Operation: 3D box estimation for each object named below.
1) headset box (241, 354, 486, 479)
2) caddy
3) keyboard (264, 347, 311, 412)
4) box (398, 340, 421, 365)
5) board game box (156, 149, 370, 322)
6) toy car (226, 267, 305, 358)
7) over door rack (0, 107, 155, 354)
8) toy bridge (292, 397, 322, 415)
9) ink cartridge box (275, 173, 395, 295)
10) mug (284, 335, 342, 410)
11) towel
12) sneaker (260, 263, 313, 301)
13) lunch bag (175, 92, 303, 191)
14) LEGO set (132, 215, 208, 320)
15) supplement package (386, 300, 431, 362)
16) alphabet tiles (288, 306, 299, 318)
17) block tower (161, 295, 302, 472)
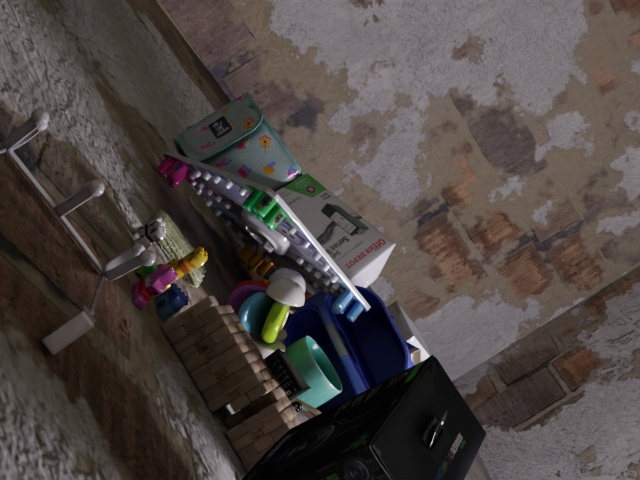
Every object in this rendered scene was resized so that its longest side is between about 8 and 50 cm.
[{"bbox_3d":[0.046,0.289,1.099,0.131,0.283,0.246,57,30,-2],"label":"headset box"},{"bbox_3d":[0.061,0.248,1.863,0.179,0.241,0.341,59,3,-47],"label":"caddy"},{"bbox_3d":[-0.072,0.243,1.421,0.108,0.023,0.180,53,-34,3],"label":"keyboard"},{"bbox_3d":[0.139,0.263,2.035,0.225,0.037,0.136,29,-50,46],"label":"box"},{"bbox_3d":[-0.123,-0.007,1.825,0.390,0.050,0.390,23,-21,47],"label":"board game box"},{"bbox_3d":[-0.112,0.130,1.702,0.136,0.159,0.182,21,12,-5],"label":"toy car"},{"bbox_3d":[-0.316,-0.031,1.076,0.239,0.108,0.324,54,7,-12],"label":"over door rack"},{"bbox_3d":[-0.012,0.349,1.614,0.188,0.063,0.026,57,7,4],"label":"toy bridge"},{"bbox_3d":[0.000,0.000,2.096,0.289,0.121,0.211,39,41,14],"label":"ink cartridge box"},{"bbox_3d":[-0.030,0.264,1.732,0.129,0.097,0.158,58,6,12],"label":"mug"},{"bbox_3d":[-0.256,0.013,1.608,0.148,0.027,0.110,55,6,-13],"label":"towel"},{"bbox_3d":[-0.013,0.120,2.180,0.296,0.112,0.131,47,10,22],"label":"sneaker"},{"bbox_3d":[-0.199,-0.207,2.176,0.262,0.223,0.160,57,-1,4],"label":"lunch bag"},{"bbox_3d":[-0.230,0.039,1.394,0.087,0.093,0.227,53,8,-30],"label":"LEGO set"},{"bbox_3d":[0.195,0.322,2.575,0.149,0.203,0.194,53,7,-29],"label":"supplement package"},{"bbox_3d":[-0.017,0.203,2.190,0.278,0.021,0.284,40,11,-11],"label":"alphabet tiles"},{"bbox_3d":[-0.105,0.246,1.336,0.335,0.091,0.097,58,6,7],"label":"block tower"}]
